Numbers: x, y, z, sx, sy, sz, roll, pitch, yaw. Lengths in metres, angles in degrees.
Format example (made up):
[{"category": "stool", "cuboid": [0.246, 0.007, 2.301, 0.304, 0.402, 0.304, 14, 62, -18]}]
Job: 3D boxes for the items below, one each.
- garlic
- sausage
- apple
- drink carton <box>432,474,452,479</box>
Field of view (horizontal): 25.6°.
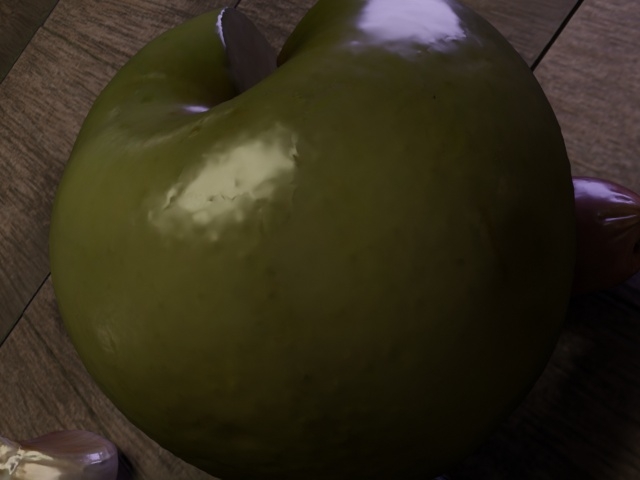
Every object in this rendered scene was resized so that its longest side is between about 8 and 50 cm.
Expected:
[{"category": "garlic", "cuboid": [-0.241, 0.230, 1.176, 0.124, 0.099, 0.174, 32, 92, 39]}, {"category": "sausage", "cuboid": [0.058, 0.005, 0.985, 0.433, 0.088, 0.088, -2, 59, 53]}, {"category": "apple", "cuboid": [0.000, 0.000, 0.778, 0.291, 0.254, 0.292, -19, 26, 10]}, {"category": "drink carton", "cuboid": [0.004, 0.228, 0.839, 0.222, 0.102, 0.134, -54, 30, -1]}]
